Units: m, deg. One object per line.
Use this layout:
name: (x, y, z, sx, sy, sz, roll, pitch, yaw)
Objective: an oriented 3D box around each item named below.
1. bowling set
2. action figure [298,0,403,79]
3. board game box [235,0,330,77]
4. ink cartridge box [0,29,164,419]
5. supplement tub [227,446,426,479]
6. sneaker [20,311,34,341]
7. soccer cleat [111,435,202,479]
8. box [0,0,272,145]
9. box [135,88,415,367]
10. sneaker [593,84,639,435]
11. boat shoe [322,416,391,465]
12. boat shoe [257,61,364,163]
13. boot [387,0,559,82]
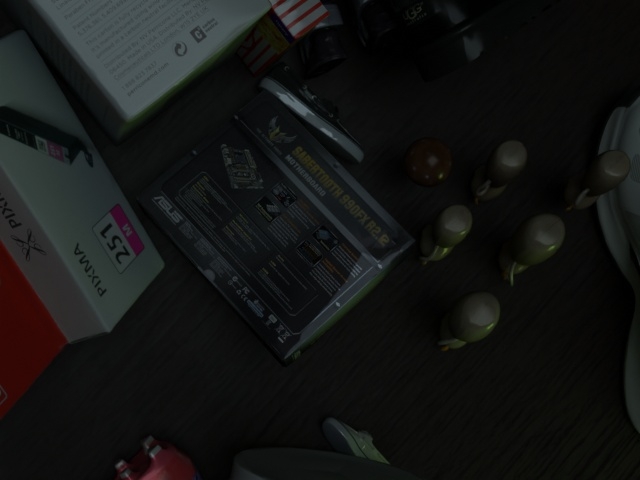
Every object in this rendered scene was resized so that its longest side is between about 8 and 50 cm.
bowling set: (0.182, -0.037, 0.991, 0.287, 0.154, 0.200, -43, 82, -10)
action figure: (-0.014, -0.327, 0.946, 0.185, 0.099, 0.285, -19, 90, -7)
board game box: (-0.074, -0.248, 0.875, 0.045, 0.193, 0.147, -39, 99, -12)
ink cartridge box: (-0.274, -0.023, 0.788, 0.060, 0.239, 0.275, -18, 112, 25)
supplement tub: (-0.012, 0.391, 0.870, 0.241, 0.241, 0.331, 10, 88, -15)
sneaker: (-0.365, 0.006, 0.835, 0.210, 0.137, 0.366, 27, 72, -27)
soccer cleat: (-0.227, 0.306, 0.898, 0.248, 0.083, 0.095, -40, 104, -14)
box: (-0.233, -0.281, 0.823, 0.168, 0.215, 0.345, -41, 100, -12)
box: (-0.047, -0.015, 0.916, 0.183, 0.056, 0.231, -42, 79, -12)
sneaker: (0.452, 0.033, 0.983, 0.169, 0.257, 0.448, -8, 92, -15)
boat shoe: (0.043, 0.230, 0.994, 0.100, 0.035, 0.035, 48, 52, -7)
boat shoe: (-0.003, -0.140, 0.970, 0.142, 0.049, 0.040, 38, 80, -10)
boot: (0.157, -0.346, 0.919, 0.348, 0.131, 0.260, -39, 102, -39)
